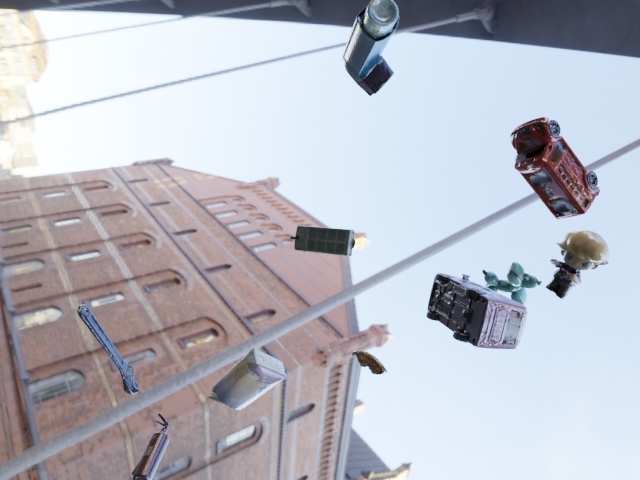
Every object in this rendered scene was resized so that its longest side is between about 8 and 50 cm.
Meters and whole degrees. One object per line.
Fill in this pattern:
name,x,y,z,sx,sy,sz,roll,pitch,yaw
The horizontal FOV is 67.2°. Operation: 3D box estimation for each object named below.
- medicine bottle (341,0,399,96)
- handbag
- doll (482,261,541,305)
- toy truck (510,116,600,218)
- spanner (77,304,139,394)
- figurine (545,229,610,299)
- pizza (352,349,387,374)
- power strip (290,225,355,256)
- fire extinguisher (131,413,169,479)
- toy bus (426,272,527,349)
medicine bottle,0.116,-0.418,1.046,0.124,0.079,0.258,42,-9,0
handbag,-0.187,0.350,1.210,0.173,0.117,0.095,-41,-141,12
doll,0.533,0.121,1.350,0.159,0.059,0.158,11,-35,32
toy truck,0.566,-0.175,1.183,0.253,0.114,0.107,45,-25,-15
spanner,-0.390,0.206,0.892,0.046,0.012,0.208,-91,161,-65
figurine,0.682,0.061,1.299,0.196,0.108,0.114,-59,-140,19
pizza,0.097,0.240,0.952,0.083,0.016,0.037,25,-64,34
power strip,0.000,0.000,0.875,0.136,0.019,0.050,6,-91,32
fire extinguisher,-0.233,0.295,0.667,0.100,0.032,0.046,-80,-170,-64
toy bus,0.277,0.124,0.880,0.199,0.108,0.096,-142,-118,-75
